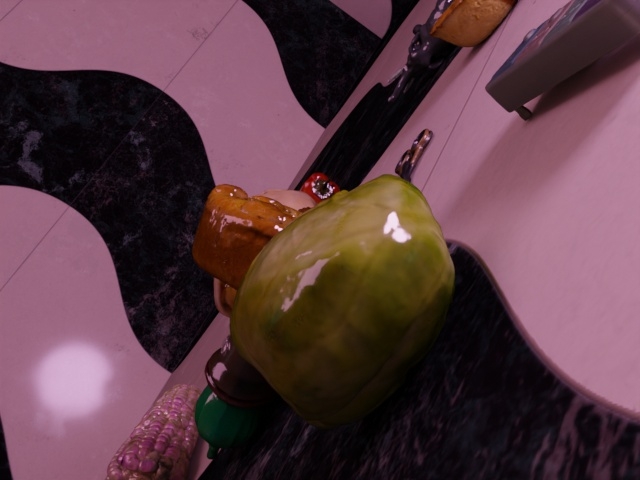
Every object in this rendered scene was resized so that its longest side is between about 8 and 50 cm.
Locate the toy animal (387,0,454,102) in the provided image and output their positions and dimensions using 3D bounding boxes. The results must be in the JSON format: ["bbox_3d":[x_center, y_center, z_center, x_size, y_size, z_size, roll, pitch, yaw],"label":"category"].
[{"bbox_3d":[0.221,-0.400,1.529,0.269,0.082,0.137,-52,8,23],"label":"toy animal"}]

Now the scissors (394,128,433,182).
[{"bbox_3d":[0.121,-0.087,1.095,0.088,0.017,0.220,-49,11,37],"label":"scissors"}]

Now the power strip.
[{"bbox_3d":[0.249,-0.201,0.682,0.145,0.061,0.216,-51,7,-15],"label":"power strip"}]

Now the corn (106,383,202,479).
[{"bbox_3d":[-0.272,0.345,1.301,0.126,0.127,0.335,-54,8,12],"label":"corn"}]

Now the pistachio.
[{"bbox_3d":[-0.103,0.022,1.498,0.187,0.187,0.299,-42,22,60],"label":"pistachio"}]

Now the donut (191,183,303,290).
[{"bbox_3d":[-0.048,0.017,0.947,0.226,0.227,0.114,-136,70,-82],"label":"donut"}]

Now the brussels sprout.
[{"bbox_3d":[0.023,0.041,0.621,0.223,0.161,0.223,-61,3,6],"label":"brussels sprout"}]

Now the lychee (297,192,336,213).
[{"bbox_3d":[0.000,0.000,1.131,0.114,0.114,0.146,147,137,-70],"label":"lychee"}]

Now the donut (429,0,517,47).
[{"bbox_3d":[0.270,-0.399,1.227,0.217,0.085,0.141,-53,8,22],"label":"donut"}]

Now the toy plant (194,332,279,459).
[{"bbox_3d":[-0.108,0.197,1.015,0.200,0.105,0.143,-65,-4,18],"label":"toy plant"}]

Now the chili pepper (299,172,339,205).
[{"bbox_3d":[-0.004,-0.105,1.684,0.192,0.084,0.086,129,155,-62],"label":"chili pepper"}]
